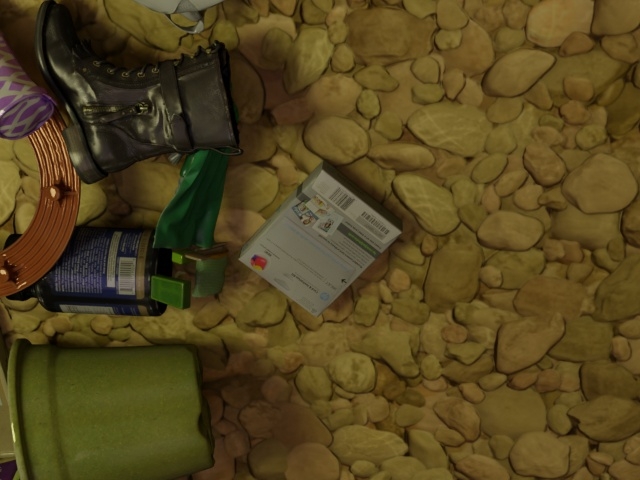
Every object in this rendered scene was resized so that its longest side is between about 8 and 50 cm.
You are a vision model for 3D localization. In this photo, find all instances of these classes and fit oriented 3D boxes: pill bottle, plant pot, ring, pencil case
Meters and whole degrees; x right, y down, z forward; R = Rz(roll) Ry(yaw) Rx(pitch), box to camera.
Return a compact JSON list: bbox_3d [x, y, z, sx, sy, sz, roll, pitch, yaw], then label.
[{"bbox_3d":[-0.322,0.041,1.750,0.219,0.123,0.123,3,118,3],"label":"pill bottle"},{"bbox_3d":[-0.287,0.256,1.804,0.254,0.276,0.276,-9,118,-3],"label":"plant pot"},{"bbox_3d":[-0.476,-0.083,1.683,0.336,0.032,0.337,3,101,15],"label":"ring"},{"bbox_3d":[-0.414,-0.223,1.589,0.088,0.086,0.206,-34,72,-1],"label":"pencil case"}]

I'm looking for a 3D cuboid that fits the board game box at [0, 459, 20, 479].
[{"bbox_3d":[-0.399,0.422,1.920,0.347,0.208,0.056,-15,145,13],"label":"board game box"}]

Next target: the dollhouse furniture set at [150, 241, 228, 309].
[{"bbox_3d":[-0.159,0.051,1.721,0.058,0.151,0.076,14,106,33],"label":"dollhouse furniture set"}]

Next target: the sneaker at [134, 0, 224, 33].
[{"bbox_3d":[-0.143,-0.416,1.488,0.210,0.137,0.366,33,121,-13],"label":"sneaker"}]

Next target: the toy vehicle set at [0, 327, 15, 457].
[{"bbox_3d":[-0.546,0.216,1.911,0.166,0.035,0.267,-4,118,7],"label":"toy vehicle set"}]

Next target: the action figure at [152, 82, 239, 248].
[{"bbox_3d":[-0.157,-0.105,1.673,0.063,0.137,0.232,24,104,23],"label":"action figure"}]

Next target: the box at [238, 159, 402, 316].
[{"bbox_3d":[0.000,0.000,1.750,0.145,0.038,0.186,37,114,-14],"label":"box"}]

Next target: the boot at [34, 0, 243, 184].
[{"bbox_3d":[-0.224,-0.207,1.603,0.229,0.091,0.263,-17,92,10],"label":"boot"}]
